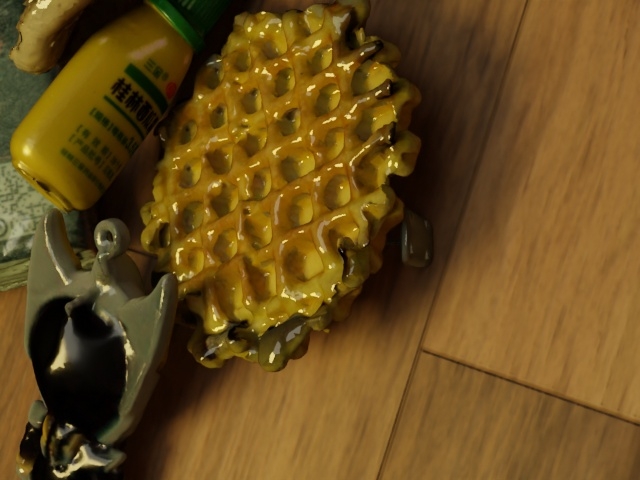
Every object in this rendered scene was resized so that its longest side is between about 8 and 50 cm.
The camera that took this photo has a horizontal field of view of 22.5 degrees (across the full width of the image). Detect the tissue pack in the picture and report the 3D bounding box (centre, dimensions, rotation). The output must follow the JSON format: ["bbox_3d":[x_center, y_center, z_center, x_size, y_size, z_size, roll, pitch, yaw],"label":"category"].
[{"bbox_3d":[-0.333,-0.107,1.461,0.227,0.103,0.316,-13,74,1],"label":"tissue pack"}]

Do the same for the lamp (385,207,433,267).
[{"bbox_3d":[0.000,0.000,1.317,0.198,0.056,0.050,-3,82,33],"label":"lamp"}]

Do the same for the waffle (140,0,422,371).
[{"bbox_3d":[-0.040,-0.044,1.309,0.329,0.062,0.329,-16,66,41],"label":"waffle"}]

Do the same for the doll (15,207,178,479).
[{"bbox_3d":[-0.195,0.130,1.353,0.145,0.103,0.316,42,122,54],"label":"doll"}]

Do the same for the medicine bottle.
[{"bbox_3d":[-0.146,-0.164,1.367,0.076,0.111,0.309,30,78,28],"label":"medicine bottle"}]

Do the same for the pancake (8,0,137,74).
[{"bbox_3d":[-0.159,-0.247,1.345,0.049,0.282,0.282,39,103,-4],"label":"pancake"}]
